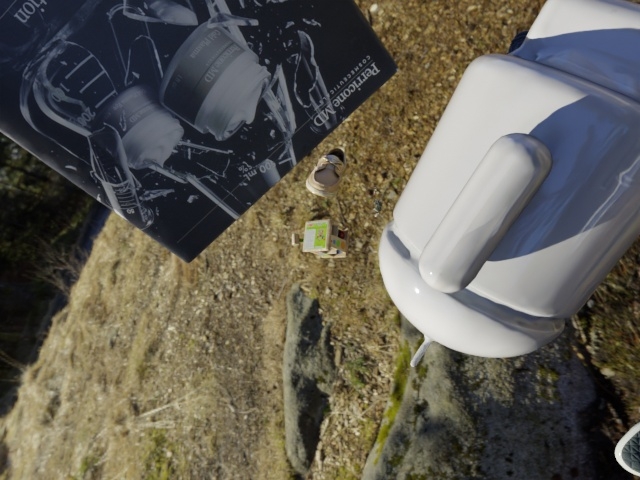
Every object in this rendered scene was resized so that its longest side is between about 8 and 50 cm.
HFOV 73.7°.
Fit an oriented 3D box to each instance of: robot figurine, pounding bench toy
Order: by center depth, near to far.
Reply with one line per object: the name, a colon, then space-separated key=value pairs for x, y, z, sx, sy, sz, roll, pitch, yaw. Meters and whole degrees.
robot figurine: x=0.185 y=-0.033 z=0.414 sx=0.200 sy=0.300 sz=0.353 roll=38 pitch=118 yaw=28
pounding bench toy: x=0.000 y=0.000 z=0.734 sx=0.083 sy=0.065 sz=0.052 roll=-4 pitch=74 yaw=36

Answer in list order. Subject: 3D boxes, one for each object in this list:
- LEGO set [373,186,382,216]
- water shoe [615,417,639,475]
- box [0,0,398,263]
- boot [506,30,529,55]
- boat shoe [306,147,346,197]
LEGO set: x=0.159 y=-0.107 z=1.171 sx=0.024 sy=0.054 sz=0.083 roll=-4 pitch=94 yaw=19
water shoe: x=0.511 y=0.261 z=0.611 sx=0.203 sy=0.080 sz=0.073 roll=-39 pitch=71 yaw=5
box: x=-0.151 y=-0.209 z=0.484 sx=0.343 sy=0.312 sz=0.179 roll=-41 pitch=33 yaw=10
boot: x=0.286 y=-0.209 z=0.578 sx=0.045 sy=0.099 sz=0.121 roll=23 pitch=95 yaw=59
boat shoe: x=0.015 y=-0.132 z=0.793 sx=0.170 sy=0.063 sz=0.059 roll=-75 pitch=4 yaw=-62
